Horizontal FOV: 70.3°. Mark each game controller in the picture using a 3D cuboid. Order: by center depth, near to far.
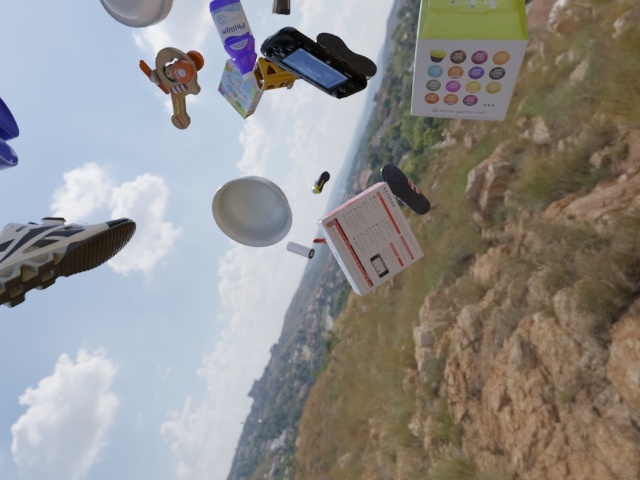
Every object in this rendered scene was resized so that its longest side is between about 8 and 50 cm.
[{"bbox_3d":[-0.014,-0.509,1.326,0.167,0.320,0.067,12,85,56],"label":"game controller"}]

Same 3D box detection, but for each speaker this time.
[{"bbox_3d":[-0.098,0.045,2.213,0.055,0.136,0.055,-38,-42,-46],"label":"speaker"}]

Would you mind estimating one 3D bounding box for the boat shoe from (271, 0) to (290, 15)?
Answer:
[{"bbox_3d":[-0.109,-0.822,1.441,0.075,0.065,0.205,-125,45,-70],"label":"boat shoe"}]

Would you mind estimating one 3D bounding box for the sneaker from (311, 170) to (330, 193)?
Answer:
[{"bbox_3d":[-0.002,-0.290,2.272,0.059,0.053,0.144,-14,39,58],"label":"sneaker"}]

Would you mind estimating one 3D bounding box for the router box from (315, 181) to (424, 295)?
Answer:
[{"bbox_3d":[0.193,-0.006,1.745,0.301,0.335,0.082,-31,12,-12],"label":"router box"}]

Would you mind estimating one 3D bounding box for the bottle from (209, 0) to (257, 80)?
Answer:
[{"bbox_3d":[-0.297,-0.722,1.633,0.092,0.118,0.282,-98,-12,-76],"label":"bottle"}]

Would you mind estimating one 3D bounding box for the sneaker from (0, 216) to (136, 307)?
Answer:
[{"bbox_3d":[-0.528,0.002,0.888,0.331,0.146,0.122,-32,-18,-47],"label":"sneaker"}]

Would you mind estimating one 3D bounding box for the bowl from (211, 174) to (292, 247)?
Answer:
[{"bbox_3d":[-0.241,-0.129,1.685,0.134,0.298,0.297,-81,8,-53],"label":"bowl"}]

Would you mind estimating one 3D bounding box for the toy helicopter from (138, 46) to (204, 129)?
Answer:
[{"bbox_3d":[-0.612,-0.626,1.893,0.140,0.235,0.354,-75,-4,-46],"label":"toy helicopter"}]

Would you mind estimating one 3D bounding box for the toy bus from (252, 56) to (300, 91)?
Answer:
[{"bbox_3d":[-0.119,-0.554,1.501,0.191,0.202,0.104,-16,-92,-64],"label":"toy bus"}]

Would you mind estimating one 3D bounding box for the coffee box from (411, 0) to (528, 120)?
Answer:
[{"bbox_3d":[0.509,-0.671,1.607,0.334,0.338,0.337,79,-160,-58],"label":"coffee box"}]

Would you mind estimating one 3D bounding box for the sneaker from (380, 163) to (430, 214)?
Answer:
[{"bbox_3d":[0.407,-0.256,2.244,0.112,0.319,0.131,-41,15,12],"label":"sneaker"}]

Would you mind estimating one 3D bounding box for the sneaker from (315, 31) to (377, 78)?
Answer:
[{"bbox_3d":[0.093,-0.787,2.015,0.123,0.296,0.178,-62,11,-13],"label":"sneaker"}]

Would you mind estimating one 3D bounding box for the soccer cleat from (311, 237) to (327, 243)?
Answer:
[{"bbox_3d":[0.000,0.000,1.977,0.036,0.084,0.029,24,112,60],"label":"soccer cleat"}]

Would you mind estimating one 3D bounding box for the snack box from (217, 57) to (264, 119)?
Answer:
[{"bbox_3d":[-0.327,-0.628,1.871,0.070,0.174,0.207,-44,2,-30],"label":"snack box"}]

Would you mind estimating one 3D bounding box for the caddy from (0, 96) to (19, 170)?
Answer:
[{"bbox_3d":[-0.924,-0.301,1.135,0.341,0.180,0.241,86,167,-60],"label":"caddy"}]

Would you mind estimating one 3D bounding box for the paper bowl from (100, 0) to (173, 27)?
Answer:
[{"bbox_3d":[-0.724,-0.968,1.742,0.148,0.285,0.284,-77,6,-58],"label":"paper bowl"}]
